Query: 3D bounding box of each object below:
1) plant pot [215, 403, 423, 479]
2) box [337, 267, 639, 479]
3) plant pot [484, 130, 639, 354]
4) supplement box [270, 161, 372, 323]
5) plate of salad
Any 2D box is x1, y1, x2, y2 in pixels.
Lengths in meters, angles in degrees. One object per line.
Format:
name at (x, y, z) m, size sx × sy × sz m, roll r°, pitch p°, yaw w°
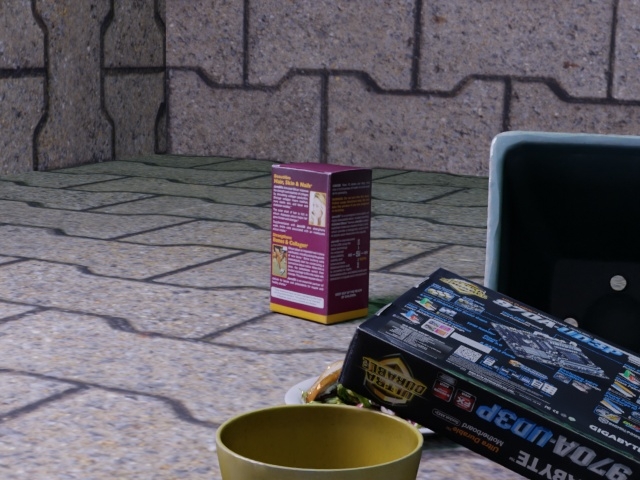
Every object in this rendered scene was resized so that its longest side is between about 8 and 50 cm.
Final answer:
plant pot at (-0.002, 0.171, 0.812) m, size 0.134 × 0.095 × 0.134 m, roll 2°, pitch 10°, yaw 0°
box at (0.146, 0.102, 0.896) m, size 0.220 × 0.051 × 0.175 m, roll 24°, pitch 22°, yaw 18°
plant pot at (0.273, 0.061, 1.108) m, size 0.248 × 0.247 × 0.252 m, roll 3°, pitch -13°, yaw 10°
supplement box at (0.000, 0.000, 1.553) m, size 0.104 × 0.188 × 0.081 m, roll 10°, pitch 13°, yaw 43°
plate of salad at (0.066, 0.139, 1.159) m, size 0.200 × 0.048 × 0.200 m, roll 2°, pitch 9°, yaw 0°
